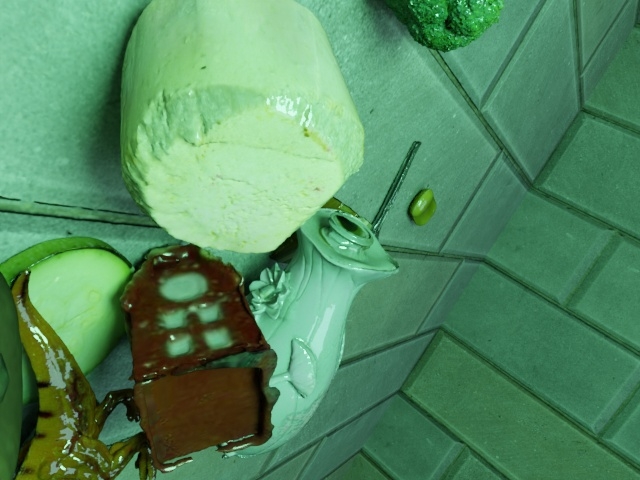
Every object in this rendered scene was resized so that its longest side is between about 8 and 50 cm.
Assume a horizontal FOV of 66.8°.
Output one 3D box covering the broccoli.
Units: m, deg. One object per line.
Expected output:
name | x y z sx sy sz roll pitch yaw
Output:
broccoli | 0.200 -0.392 0.642 0.270 0.269 0.270 -10 152 9

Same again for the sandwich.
sandwich | 0.000 0.000 0.904 0.163 0.113 0.079 -55 154 2

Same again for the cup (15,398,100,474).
cup | -0.362 0.272 0.687 0.116 0.074 0.104 -59 178 -3

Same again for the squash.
squash | -0.318 0.095 0.582 0.219 0.041 0.219 -44 152 -31

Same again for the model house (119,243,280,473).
model house | -0.172 0.133 0.646 0.160 0.254 0.195 -13 131 -21

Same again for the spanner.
spanner | 0.164 -0.089 1.173 0.093 0.026 0.325 -3 123 -59

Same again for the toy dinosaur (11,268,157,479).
toy dinosaur | -0.293 0.238 0.595 0.208 0.097 0.431 1 97 -57

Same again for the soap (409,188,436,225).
soap | 0.284 -0.092 1.343 0.089 0.045 0.140 -51 155 -2

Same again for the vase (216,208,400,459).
vase | -0.050 0.156 0.836 0.250 0.250 0.445 -8 133 -56

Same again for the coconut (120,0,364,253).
coconut | -0.083 -0.130 0.497 0.239 0.244 0.239 -7 142 -5

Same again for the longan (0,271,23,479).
longan | -0.324 0.101 0.314 0.300 0.300 0.243 -66 175 21
